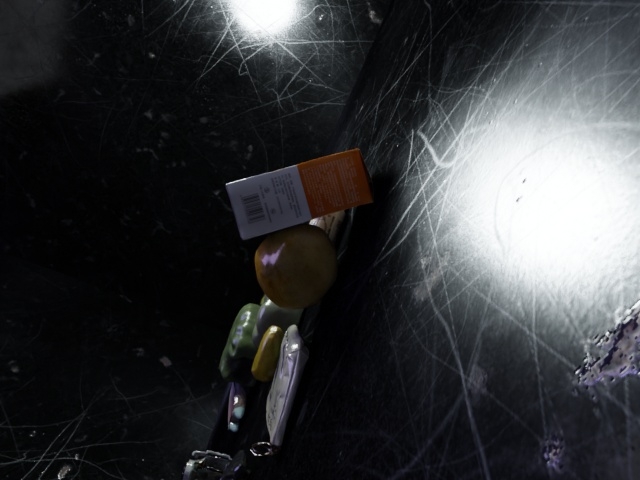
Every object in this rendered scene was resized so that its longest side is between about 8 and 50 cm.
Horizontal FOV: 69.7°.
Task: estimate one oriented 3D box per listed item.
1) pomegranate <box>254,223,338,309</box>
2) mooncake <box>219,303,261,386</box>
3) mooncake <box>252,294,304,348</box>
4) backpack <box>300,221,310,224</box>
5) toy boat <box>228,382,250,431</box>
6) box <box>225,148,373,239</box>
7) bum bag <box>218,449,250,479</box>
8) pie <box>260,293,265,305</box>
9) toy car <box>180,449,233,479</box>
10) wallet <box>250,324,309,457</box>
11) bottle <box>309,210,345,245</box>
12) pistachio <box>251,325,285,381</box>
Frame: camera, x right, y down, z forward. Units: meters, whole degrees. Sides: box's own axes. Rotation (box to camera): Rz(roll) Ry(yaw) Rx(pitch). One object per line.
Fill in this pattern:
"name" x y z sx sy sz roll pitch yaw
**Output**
"pomegranate" -0.064 0.064 1.190 0.233 0.233 0.233 -158 90 -82
"mooncake" -0.303 0.433 1.969 0.351 0.188 0.351 -160 90 -84
"mooncake" -0.141 0.251 1.537 0.275 0.135 0.274 -160 90 -86
"backpack" -0.061 -0.028 1.710 0.258 0.133 0.206 108 153 -64
"toy boat" -0.344 0.698 1.972 0.227 0.085 0.155 -107 30 -60
"box" -0.052 -0.124 1.189 0.225 0.342 0.143 -126 21 -81
"bum bag" -0.271 0.739 1.232 0.144 0.095 0.340 106 -175 -69
"pie" -0.192 0.185 2.119 0.323 0.071 0.323 -59 -1 -2
"toy car" -0.337 0.773 1.390 0.158 0.172 0.235 93 -171 -58
"wallet" -0.099 0.361 1.168 0.335 0.068 0.274 178 111 -83
"bottle" 0.000 0.000 1.391 0.110 0.097 0.209 55 -127 -70
"pistachio" -0.143 0.349 1.370 0.110 0.100 0.189 -78 10 -73
